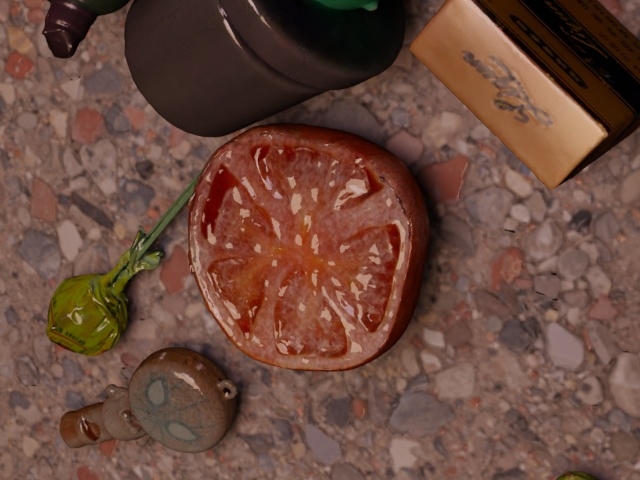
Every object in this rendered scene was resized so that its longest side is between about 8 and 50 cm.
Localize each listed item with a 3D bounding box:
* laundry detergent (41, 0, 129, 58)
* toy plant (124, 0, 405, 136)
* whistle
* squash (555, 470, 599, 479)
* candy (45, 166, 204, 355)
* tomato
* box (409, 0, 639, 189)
[{"bbox_3d":[-0.198,-0.260,1.524,0.144,0.078,0.222,12,73,36],"label":"laundry detergent"},{"bbox_3d":[0.005,-0.229,1.402,0.279,0.185,0.400,42,136,-21],"label":"toy plant"},{"bbox_3d":[-0.164,0.163,1.705,0.220,0.057,0.107,-19,109,33],"label":"whistle"},{"bbox_3d":[0.237,0.298,1.540,0.066,0.066,0.201,-4,103,27],"label":"squash"},{"bbox_3d":[-0.169,0.009,1.666,0.077,0.073,0.262,38,111,-9],"label":"candy"},{"bbox_3d":[0.000,0.000,1.556,0.236,0.095,0.237,8,106,28],"label":"tomato"},{"bbox_3d":[0.179,-0.133,1.349,0.152,0.237,0.070,46,115,8],"label":"box"}]
